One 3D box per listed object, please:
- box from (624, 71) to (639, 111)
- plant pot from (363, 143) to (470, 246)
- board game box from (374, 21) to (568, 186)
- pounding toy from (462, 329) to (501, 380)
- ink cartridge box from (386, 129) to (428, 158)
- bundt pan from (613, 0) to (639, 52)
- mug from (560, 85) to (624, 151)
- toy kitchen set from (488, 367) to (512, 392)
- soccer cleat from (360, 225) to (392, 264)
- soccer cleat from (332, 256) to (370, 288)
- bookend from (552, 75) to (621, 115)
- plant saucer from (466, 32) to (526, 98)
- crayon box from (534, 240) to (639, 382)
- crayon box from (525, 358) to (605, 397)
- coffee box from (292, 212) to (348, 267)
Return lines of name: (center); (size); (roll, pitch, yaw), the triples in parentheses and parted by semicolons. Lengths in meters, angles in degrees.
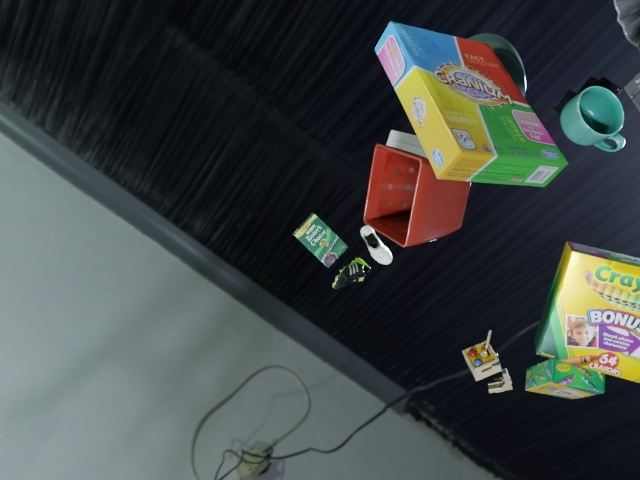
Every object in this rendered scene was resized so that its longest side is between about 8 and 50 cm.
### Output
box: (0.836, -0.380, 1.286); (0.056, 0.231, 0.183); (16, 45, -18)
plant pot: (0.317, -0.145, 1.777); (0.235, 0.267, 0.267); (0, 19, -26)
board game box: (0.255, -0.238, 0.978); (0.242, 0.064, 0.317); (0, 55, -28)
pounding toy: (0.646, 0.454, 2.218); (0.130, 0.141, 0.100); (-108, 172, -53)
ink cartridge box: (0.350, -0.214, 2.111); (0.279, 0.160, 0.385); (15, 51, 6)
bundt pan: (0.986, -0.668, 1.552); (0.331, 0.124, 0.331); (59, -5, 8)
mug: (0.670, -0.291, 1.396); (0.129, 0.097, 0.158); (-2, 79, -14)
toy kitchen set: (0.648, 0.502, 2.044); (0.075, 0.083, 0.068); (64, 23, -20)
soccer cleat: (0.209, 0.028, 2.092); (0.196, 0.068, 0.076); (53, 9, -27)
soccer cleat: (0.104, 0.114, 1.849); (0.072, 0.060, 0.179); (35, 41, 16)
bookend: (0.829, -0.442, 1.755); (0.072, 0.156, 0.157); (27, 25, -11)
plant saucer: (0.411, -0.352, 1.410); (0.317, 0.318, 0.043); (12, 14, -36)
crayon box: (0.802, 0.201, 1.495); (0.362, 0.313, 0.106); (14, 22, 12)
crayon box: (0.804, 0.463, 1.862); (0.165, 0.278, 0.081); (10, 71, 7)
coffee box: (0.000, 0.000, 2.060); (0.184, 0.113, 0.040); (46, -2, -15)
